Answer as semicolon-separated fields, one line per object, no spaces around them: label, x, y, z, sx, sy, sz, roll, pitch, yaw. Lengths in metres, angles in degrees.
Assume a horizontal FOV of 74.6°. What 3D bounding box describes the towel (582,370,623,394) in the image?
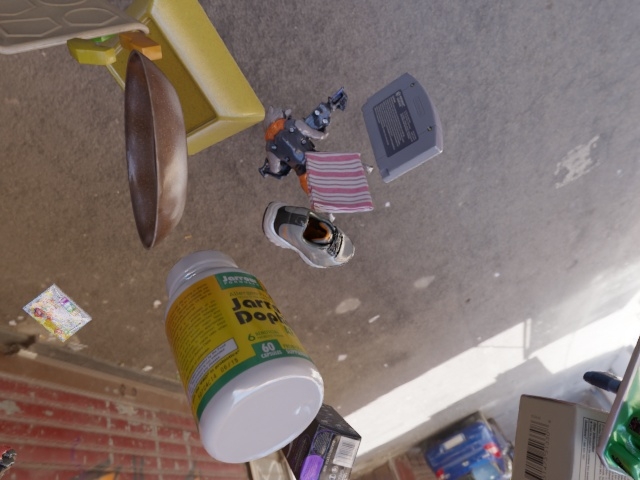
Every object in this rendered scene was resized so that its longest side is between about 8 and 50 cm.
towel;0.535;0.259;0.734;0.067;0.119;0.029;12;92;-28

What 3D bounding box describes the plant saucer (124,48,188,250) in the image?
plant saucer;-0.173;-0.090;0.438;0.036;0.199;0.199;-5;141;-30

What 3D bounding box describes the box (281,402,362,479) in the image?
box;-0.010;0.594;1.249;0.143;0.165;0.270;24;171;-15

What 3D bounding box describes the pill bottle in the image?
pill bottle;-0.093;0.101;0.434;0.117;0.208;0.118;-18;129;-23

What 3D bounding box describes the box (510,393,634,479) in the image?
box;0.401;0.314;0.566;0.232;0.149;0.127;16;164;-4

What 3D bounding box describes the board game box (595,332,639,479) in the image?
board game box;0.554;0.132;0.441;0.389;0.050;0.391;19;93;1

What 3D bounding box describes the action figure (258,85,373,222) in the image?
action figure;-0.011;-0.262;1.144;0.341;0.330;0.178;-52;-177;10

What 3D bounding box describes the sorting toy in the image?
sorting toy;-0.388;-0.317;0.633;0.229;0.307;0.041;-30;146;-36

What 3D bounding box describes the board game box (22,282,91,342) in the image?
board game box;-0.798;0.220;1.279;0.103;0.026;0.154;-44;115;-18

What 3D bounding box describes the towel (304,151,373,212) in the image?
towel;0.040;-0.146;0.995;0.144;0.197;0.029;-2;144;-8

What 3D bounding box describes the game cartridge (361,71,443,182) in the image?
game cartridge;0.228;-0.324;1.175;0.198;0.298;0.062;-25;146;24

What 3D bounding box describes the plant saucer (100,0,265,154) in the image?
plant saucer;-0.331;-0.350;0.928;0.332;0.081;0.333;-9;123;43

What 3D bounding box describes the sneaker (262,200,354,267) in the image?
sneaker;0.000;0.000;0.870;0.107;0.101;0.271;8;169;37

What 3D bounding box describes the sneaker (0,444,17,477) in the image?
sneaker;-0.571;0.342;0.563;0.098;0.135;0.276;-54;174;8
